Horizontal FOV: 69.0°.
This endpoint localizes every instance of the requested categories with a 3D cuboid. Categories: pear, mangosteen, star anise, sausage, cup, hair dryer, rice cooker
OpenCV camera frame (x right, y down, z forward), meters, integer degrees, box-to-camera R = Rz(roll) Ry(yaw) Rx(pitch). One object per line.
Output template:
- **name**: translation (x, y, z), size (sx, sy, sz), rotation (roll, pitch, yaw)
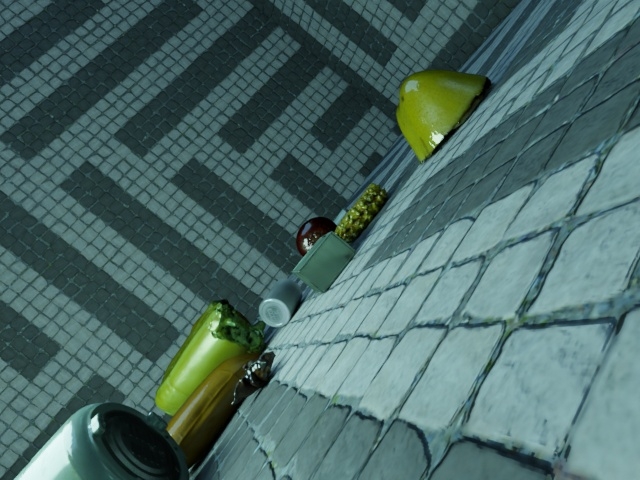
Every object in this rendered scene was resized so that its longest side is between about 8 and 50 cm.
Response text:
- **pear**: translation (0.275, -0.341, 1.175), size (0.267, 0.178, 0.267), rotation (-54, 5, 7)
- **mangosteen**: translation (-0.010, -0.003, 1.491), size (0.181, 0.146, 0.155), rotation (-136, 66, -73)
- **star anise**: translation (-0.136, 0.273, 0.958), size (0.124, 0.056, 0.129), rotation (-52, 3, 4)
- **sausage**: translation (-0.235, 0.358, 1.049), size (0.328, 0.112, 0.112), rotation (-50, 1, -39)
- **cup**: translation (-0.125, 0.201, 1.406), size (0.136, 0.099, 0.133), rotation (-63, -2, 26)
- **hair dryer**: translation (0.083, -0.057, 1.714), size (0.131, 0.073, 0.236), rotation (-52, 0, 13)
- **rice cooker**: translation (-0.387, 0.442, 0.773), size (0.317, 0.264, 0.316), rotation (-42, -21, -21)

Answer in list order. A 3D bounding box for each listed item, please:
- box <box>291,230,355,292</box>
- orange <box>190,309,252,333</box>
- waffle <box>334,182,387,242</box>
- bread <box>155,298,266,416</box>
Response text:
- **box**: translation (0.004, 0.059, 1.215), size (0.129, 0.086, 0.225), rotation (-51, 3, -8)
- **orange**: translation (-0.347, 0.350, 1.659), size (0.236, 0.236, 0.236), rotation (-51, 3, 3)
- **waffle**: translation (0.120, -0.085, 1.393), size (0.193, 0.070, 0.197), rotation (-51, 3, 22)
- **bread**: translation (-0.335, 0.366, 1.420), size (0.376, 0.208, 0.251), rotation (-51, 10, 8)
